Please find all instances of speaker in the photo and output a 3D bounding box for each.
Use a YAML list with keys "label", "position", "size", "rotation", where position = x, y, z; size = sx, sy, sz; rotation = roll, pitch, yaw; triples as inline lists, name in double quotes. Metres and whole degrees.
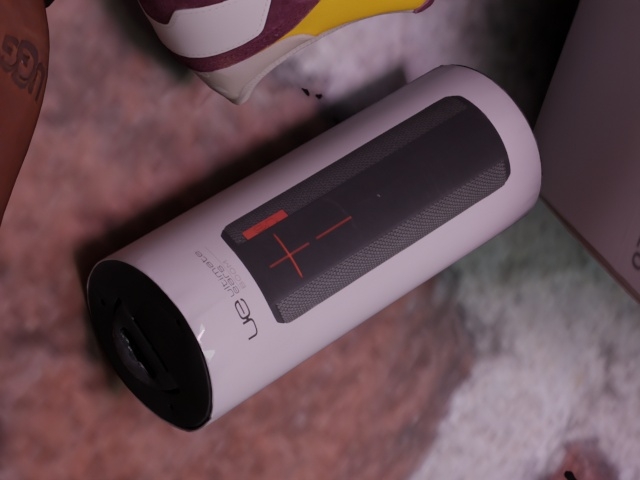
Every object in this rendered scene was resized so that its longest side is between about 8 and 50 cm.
- label: "speaker"
  position: [0.000, 0.000, 0.539]
  size: [0.136, 0.055, 0.055]
  rotation: [-31, 124, -32]

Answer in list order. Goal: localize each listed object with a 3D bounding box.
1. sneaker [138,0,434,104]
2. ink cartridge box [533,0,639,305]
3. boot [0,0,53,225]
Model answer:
- label: "sneaker"
  position: [0.027, -0.114, 0.509]
  size: [0.185, 0.069, 0.084]
  rotation: [-34, 141, -9]
- label: "ink cartridge box"
  position: [0.216, -0.046, 0.582]
  size: [0.233, 0.168, 0.171]
  rotation: [8, 111, -23]
- label: "boot"
  position: [-0.156, 0.026, 0.330]
  size: [0.264, 0.096, 0.280]
  rotation: [13, 78, -58]
